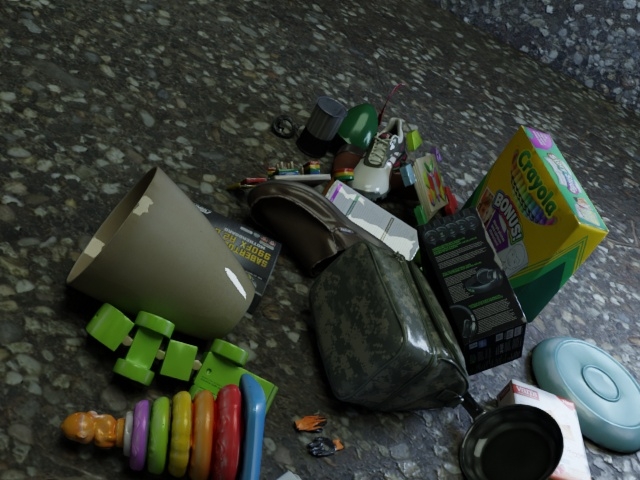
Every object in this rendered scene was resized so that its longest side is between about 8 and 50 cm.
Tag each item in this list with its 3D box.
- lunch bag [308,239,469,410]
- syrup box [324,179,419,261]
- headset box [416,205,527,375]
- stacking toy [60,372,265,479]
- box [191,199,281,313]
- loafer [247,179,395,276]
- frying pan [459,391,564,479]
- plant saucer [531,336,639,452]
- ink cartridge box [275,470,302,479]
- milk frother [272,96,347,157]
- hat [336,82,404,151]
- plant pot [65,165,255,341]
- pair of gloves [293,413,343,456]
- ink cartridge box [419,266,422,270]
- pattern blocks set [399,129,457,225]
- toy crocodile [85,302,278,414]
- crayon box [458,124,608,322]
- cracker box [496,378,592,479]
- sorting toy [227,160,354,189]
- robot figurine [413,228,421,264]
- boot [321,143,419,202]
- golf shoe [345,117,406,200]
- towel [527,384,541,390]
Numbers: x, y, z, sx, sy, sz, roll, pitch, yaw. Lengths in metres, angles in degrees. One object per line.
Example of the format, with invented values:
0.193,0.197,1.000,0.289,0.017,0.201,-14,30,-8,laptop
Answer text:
0.145,0.174,1.723,0.256,0.212,0.305,25,32,-39,lunch bag
0.100,-0.023,1.984,0.236,0.093,0.096,33,56,-3,syrup box
0.302,0.099,1.803,0.131,0.246,0.283,-20,66,1,headset box
-0.241,0.295,1.348,0.301,0.166,0.175,5,9,-11,stacking toy
-0.207,0.026,1.769,0.231,0.056,0.183,26,35,-5,box
0.000,0.000,1.881,0.366,0.134,0.130,30,45,-2,loafer
0.313,0.380,1.692,0.326,0.053,0.197,15,55,45,frying pan
0.621,0.331,1.991,0.317,0.044,0.318,22,35,-16,plant saucer
-0.074,0.459,1.301,0.153,0.087,0.208,44,38,20,ink cartridge box
-0.029,-0.303,2.236,0.143,0.135,0.129,6,41,-30,milk frother
0.139,-0.336,2.320,0.173,0.183,0.208,31,23,-37,hat
-0.260,0.051,1.570,0.274,0.256,0.256,39,32,-18,plant pot
-0.004,0.344,1.562,0.074,0.010,0.083,-4,50,-41,pair of gloves
0.302,0.143,1.984,0.109,0.062,0.209,-17,56,-46,ink cartridge box
0.272,-0.135,2.183,0.285,0.026,0.325,67,25,-17,pattern blocks set
-0.234,0.206,1.496,0.340,0.105,0.115,24,77,-11,toy crocodile
0.494,-0.042,2.134,0.106,0.313,0.363,12,39,-25,crayon box
0.444,0.401,1.764,0.155,0.067,0.232,21,35,-13,cracker box
-0.071,-0.147,1.999,0.274,0.132,0.046,-4,85,-20,sorting toy
0.232,0.016,2.086,0.115,0.067,0.101,29,7,-3,robot figurine
0.134,-0.106,2.148,0.264,0.096,0.280,29,37,-8,boot
0.130,-0.190,2.079,0.105,0.120,0.273,14,36,14,golf shoe
0.487,0.337,1.925,0.083,0.009,0.060,5,43,-32,towel
